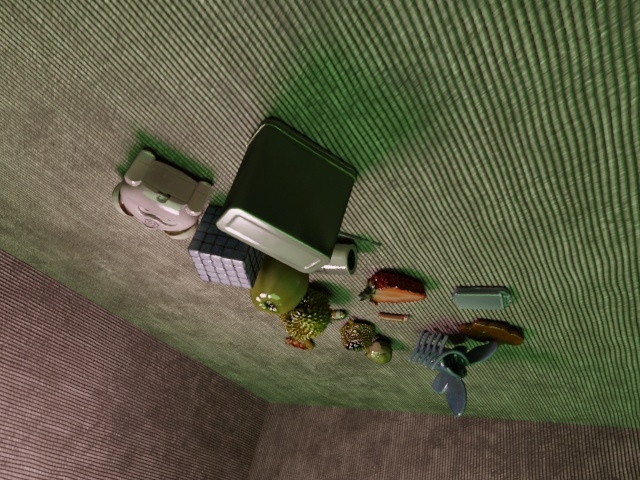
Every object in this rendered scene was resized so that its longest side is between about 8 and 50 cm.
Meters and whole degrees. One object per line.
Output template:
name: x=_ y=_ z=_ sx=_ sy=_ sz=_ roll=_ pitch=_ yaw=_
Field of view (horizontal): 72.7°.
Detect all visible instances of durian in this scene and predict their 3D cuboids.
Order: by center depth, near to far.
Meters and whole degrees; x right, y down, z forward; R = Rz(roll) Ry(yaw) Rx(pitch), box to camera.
durian: x=-0.062 y=0.349 z=2.083 sx=0.225 sy=0.291 sz=0.291 roll=35 pitch=142 yaw=-20
durian: x=0.192 y=0.515 z=2.327 sx=0.194 sy=0.137 sz=0.237 roll=-6 pitch=140 yaw=29

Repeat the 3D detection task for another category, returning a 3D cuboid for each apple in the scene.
apple: x=-0.182 y=0.182 z=1.906 sx=0.280 sy=0.278 sz=0.279 roll=11 pitch=146 yaw=7

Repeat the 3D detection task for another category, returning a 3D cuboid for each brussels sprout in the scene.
brussels sprout: x=0.330 y=0.615 z=2.416 sx=0.146 sy=0.131 sz=0.183 roll=24 pitch=165 yaw=1

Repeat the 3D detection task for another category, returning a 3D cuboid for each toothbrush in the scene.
toothbrush: x=0.142 y=-0.007 z=1.697 sx=0.195 sy=0.014 sz=0.017 roll=17 pitch=149 yaw=-4

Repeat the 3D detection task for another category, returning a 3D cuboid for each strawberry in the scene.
strawberry: x=0.303 y=0.201 z=1.866 sx=0.287 sy=0.106 sz=0.188 roll=2 pitch=151 yaw=-2

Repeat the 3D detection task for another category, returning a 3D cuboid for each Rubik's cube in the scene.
Rubik's cube: x=-0.360 y=0.028 z=1.751 sx=0.237 sy=0.237 sz=0.238 roll=9 pitch=146 yaw=8

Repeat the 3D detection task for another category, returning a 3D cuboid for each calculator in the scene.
calculator: x=0.670 y=0.243 z=1.823 sx=0.246 sy=0.045 sz=0.141 roll=-4 pitch=142 yaw=26

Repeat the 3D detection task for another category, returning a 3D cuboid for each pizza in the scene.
pizza: x=-0.146 y=0.642 z=2.715 sx=0.199 sy=0.062 sz=0.188 roll=-1 pitch=141 yaw=25

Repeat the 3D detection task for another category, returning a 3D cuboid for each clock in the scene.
clock: x=-0.605 y=-0.152 z=1.656 sx=0.342 sy=0.183 sz=0.326 roll=33 pitch=147 yaw=-17

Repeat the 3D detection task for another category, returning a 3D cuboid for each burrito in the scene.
burrito: x=0.030 y=0.419 z=2.331 sx=0.288 sy=0.054 sz=0.104 roll=-14 pitch=139 yaw=34

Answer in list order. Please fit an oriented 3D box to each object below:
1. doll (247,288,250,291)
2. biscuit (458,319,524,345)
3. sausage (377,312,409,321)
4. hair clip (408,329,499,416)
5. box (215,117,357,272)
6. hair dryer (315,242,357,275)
doll: x=-0.270 y=0.225 z=2.130 sx=0.210 sy=0.097 sz=0.137 roll=-7 pitch=135 yaw=22
biscuit: x=0.802 y=0.436 z=2.052 sx=0.291 sy=0.041 sz=0.208 roll=10 pitch=147 yaw=16
sausage: x=0.363 y=0.382 z=2.155 sx=0.158 sy=0.036 sz=0.042 roll=1 pitch=155 yaw=19
hair clip: x=0.602 y=0.580 z=2.097 sx=0.239 sy=0.392 sz=0.318 roll=36 pitch=168 yaw=-8
box: x=-0.093 y=-0.128 z=1.321 sx=0.352 sy=0.343 sz=0.177 roll=29 pitch=146 yaw=-21
hair dryer: x=0.000 y=0.000 z=1.661 sx=0.204 sy=0.128 sz=0.361 roll=2 pitch=143 yaw=25
